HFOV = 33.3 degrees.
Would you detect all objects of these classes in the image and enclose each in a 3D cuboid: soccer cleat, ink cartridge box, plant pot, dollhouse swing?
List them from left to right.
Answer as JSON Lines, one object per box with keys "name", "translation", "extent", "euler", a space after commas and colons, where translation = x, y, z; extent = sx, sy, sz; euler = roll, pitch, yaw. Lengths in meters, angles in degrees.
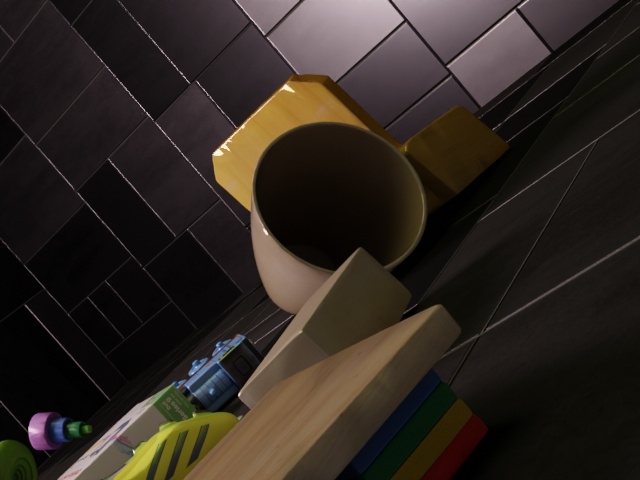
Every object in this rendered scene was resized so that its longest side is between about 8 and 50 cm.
{"name": "ink cartridge box", "translation": [-0.288, 0.327, 1.592], "extent": [0.212, 0.093, 0.154], "euler": [-45, 7, -34]}
{"name": "soccer cleat", "translation": [-0.208, 0.305, 1.254], "extent": [0.289, 0.121, 0.093], "euler": [-29, -41, -16]}
{"name": "plant pot", "translation": [0.000, 0.000, 1.633], "extent": [0.256, 0.256, 0.274], "euler": [-43, -11, -29]}
{"name": "dollhouse swing", "translation": [0.055, -0.140, 1.810], "extent": [0.347, 0.305, 0.315], "euler": [-39, 0, 40]}

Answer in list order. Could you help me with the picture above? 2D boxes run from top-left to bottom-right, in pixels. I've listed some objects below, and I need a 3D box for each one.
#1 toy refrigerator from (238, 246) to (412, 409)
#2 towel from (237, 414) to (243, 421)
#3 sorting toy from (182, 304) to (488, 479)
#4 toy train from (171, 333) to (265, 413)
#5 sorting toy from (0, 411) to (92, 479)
{"name": "toy refrigerator", "translation": [0.016, 0.109, 1.136], "extent": [0.102, 0.094, 0.269], "euler": [-47, 1, 21]}
{"name": "towel", "translation": [-0.137, 0.264, 1.444], "extent": [0.060, 0.009, 0.083], "euler": [-42, 4, -35]}
{"name": "sorting toy", "translation": [-0.029, 0.184, 0.717], "extent": [0.257, 0.089, 0.255], "euler": [-44, 5, -33]}
{"name": "toy train", "translation": [-0.170, 0.226, 1.716], "extent": [0.184, 0.080, 0.105], "euler": [-41, 10, -14]}
{"name": "sorting toy", "translation": [-0.473, 0.402, 1.747], "extent": [0.126, 0.127, 0.365], "euler": [-7, 26, 18]}
